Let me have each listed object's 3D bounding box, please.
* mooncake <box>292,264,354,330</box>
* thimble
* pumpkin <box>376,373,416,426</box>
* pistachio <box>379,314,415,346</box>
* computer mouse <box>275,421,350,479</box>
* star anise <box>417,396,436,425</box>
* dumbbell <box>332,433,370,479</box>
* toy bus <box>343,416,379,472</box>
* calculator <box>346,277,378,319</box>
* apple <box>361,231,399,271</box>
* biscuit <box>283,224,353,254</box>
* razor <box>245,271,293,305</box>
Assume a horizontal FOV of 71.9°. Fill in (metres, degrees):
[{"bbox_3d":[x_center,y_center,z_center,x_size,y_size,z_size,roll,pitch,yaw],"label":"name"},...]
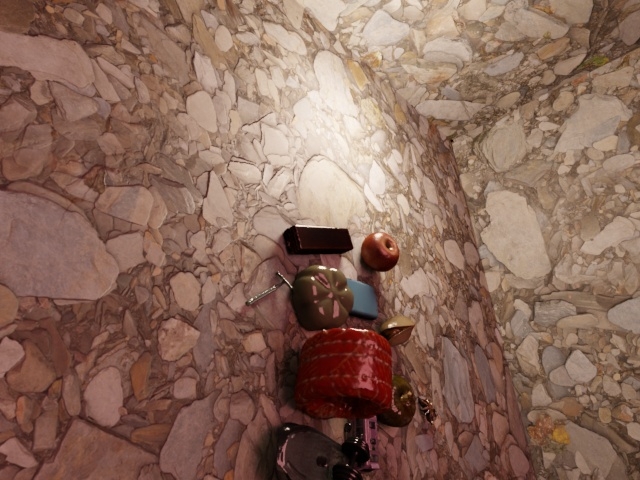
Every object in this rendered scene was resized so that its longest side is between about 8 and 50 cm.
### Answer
[{"bbox_3d":[0.012,0.220,1.718,0.275,0.135,0.274,24,54,-39],"label":"mooncake"},{"bbox_3d":[0.080,0.461,1.504,0.350,0.350,0.230,36,43,-36],"label":"thimble"},{"bbox_3d":[0.317,0.664,1.836,0.219,0.162,0.218,28,49,-36],"label":"pumpkin"},{"bbox_3d":[0.356,0.419,2.050,0.206,0.131,0.129,-9,70,-50],"label":"pistachio"},{"bbox_3d":[-0.038,0.700,1.393,0.374,0.114,0.203,41,45,-34],"label":"computer mouse"},{"bbox_3d":[0.508,0.807,2.084,0.124,0.056,0.129,27,36,-39],"label":"star anise"},{"bbox_3d":[0.097,0.700,1.385,0.099,0.099,0.208,55,37,-15],"label":"dumbbell"},{"bbox_3d":[0.157,0.746,1.624,0.096,0.108,0.198,29,50,-41],"label":"toy bus"},{"bbox_3d":[0.167,0.259,1.962,0.293,0.051,0.172,22,53,-45],"label":"calculator"},{"bbox_3d":[0.284,0.060,2.141,0.201,0.162,0.201,24,49,-30],"label":"apple"},{"bbox_3d":[0.000,0.000,1.875,0.388,0.073,0.107,1,69,-51],"label":"biscuit"},{"bbox_3d":[-0.190,0.183,1.567,0.084,0.036,0.211,46,40,12],"label":"razor"}]
